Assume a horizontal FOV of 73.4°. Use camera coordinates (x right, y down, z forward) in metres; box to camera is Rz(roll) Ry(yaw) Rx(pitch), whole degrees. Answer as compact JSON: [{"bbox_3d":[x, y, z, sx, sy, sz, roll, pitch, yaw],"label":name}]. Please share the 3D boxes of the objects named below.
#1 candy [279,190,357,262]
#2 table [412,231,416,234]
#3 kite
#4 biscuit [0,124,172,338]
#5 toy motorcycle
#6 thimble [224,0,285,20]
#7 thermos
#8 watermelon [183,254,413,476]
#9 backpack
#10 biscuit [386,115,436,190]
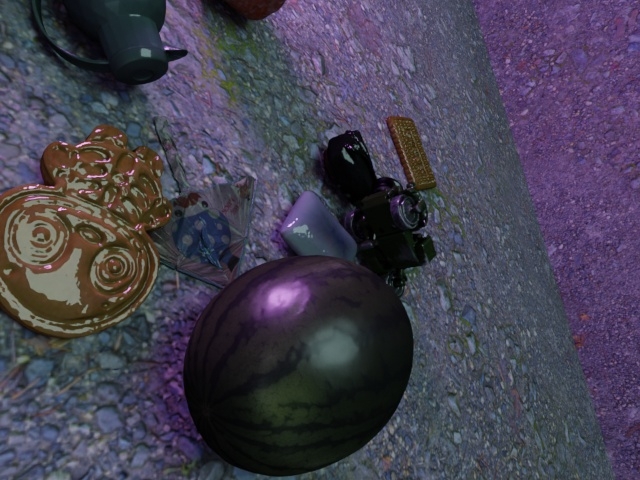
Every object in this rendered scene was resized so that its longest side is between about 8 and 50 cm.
[{"bbox_3d":[0.000,0.000,0.860,0.174,0.071,0.138,48,44,-22],"label":"candy"},{"bbox_3d":[0.202,-0.050,1.143,0.133,0.043,0.133,24,56,-41],"label":"table"},{"bbox_3d":[-0.207,-0.056,0.693,0.335,0.011,0.314,-27,94,-52],"label":"kite"},{"bbox_3d":[-0.287,-0.021,0.548,0.202,0.044,0.288,37,54,-32],"label":"biscuit"},{"bbox_3d":[0.167,-0.003,0.954,0.275,0.205,0.127,57,45,-18],"label":"toy motorcycle"},{"bbox_3d":[-0.131,-0.581,0.855,0.162,0.239,0.239,16,61,-43],"label":"thimble"},{"bbox_3d":[-0.318,-0.368,0.615,0.182,0.145,0.286,-18,88,-19],"label":"thermos"},{"bbox_3d":[-0.014,0.156,0.605,0.359,0.279,0.278,-6,78,-54],"label":"watermelon"},{"bbox_3d":[0.070,-0.160,0.993,0.120,0.106,0.165,-88,157,-59],"label":"backpack"},{"bbox_3d":[0.296,-0.282,1.376,0.172,0.029,0.254,-17,85,-51],"label":"biscuit"}]
